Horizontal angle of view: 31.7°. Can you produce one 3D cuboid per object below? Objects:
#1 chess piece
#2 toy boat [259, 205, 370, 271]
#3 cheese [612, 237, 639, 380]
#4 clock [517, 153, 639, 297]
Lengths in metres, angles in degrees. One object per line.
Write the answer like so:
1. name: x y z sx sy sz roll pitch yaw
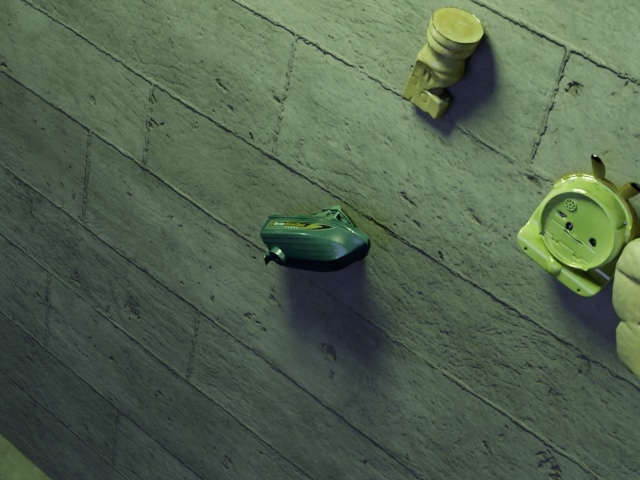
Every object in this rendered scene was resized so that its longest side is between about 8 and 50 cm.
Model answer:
1. chess piece: 0.201 -0.294 1.909 0.090 0.090 0.200 44 145 17
2. toy boat: 0.001 -0.002 2.198 0.296 0.122 0.114 1 133 53
3. cheese: 0.538 0.121 1.770 0.159 0.093 0.263 34 139 57
4. clock: 0.432 -0.034 1.823 0.170 0.069 0.232 40 133 21
